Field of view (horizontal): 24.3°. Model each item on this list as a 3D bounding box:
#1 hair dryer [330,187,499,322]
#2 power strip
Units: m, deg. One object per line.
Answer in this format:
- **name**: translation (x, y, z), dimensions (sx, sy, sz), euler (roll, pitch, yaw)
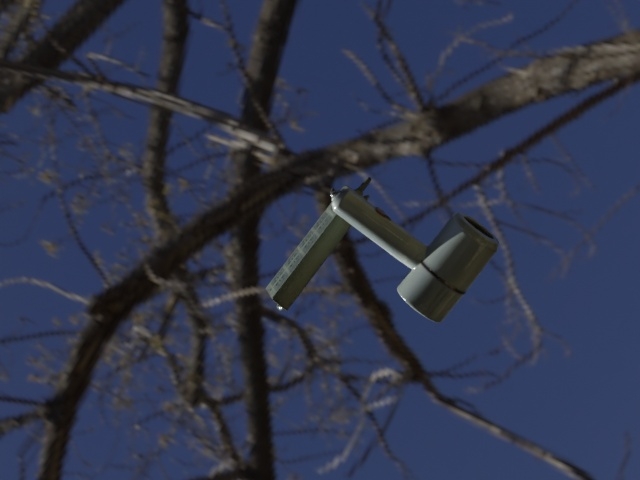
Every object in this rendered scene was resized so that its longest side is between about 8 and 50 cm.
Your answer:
- **hair dryer**: translation (0.067, -0.005, 1.198), dimensions (0.082, 0.137, 0.047), euler (-55, -2, 13)
- **power strip**: translation (0.000, 0.000, 1.261), dimensions (0.019, 0.051, 0.136), euler (36, -87, -11)
